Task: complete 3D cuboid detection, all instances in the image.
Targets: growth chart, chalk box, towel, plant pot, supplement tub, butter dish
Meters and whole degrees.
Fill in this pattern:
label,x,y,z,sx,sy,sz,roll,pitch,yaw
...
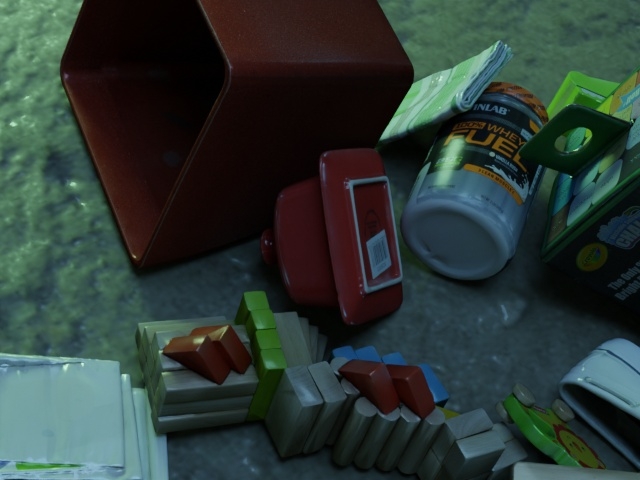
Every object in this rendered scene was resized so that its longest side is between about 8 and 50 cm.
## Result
label,x,y,z,sx,sy,sz,roll,pitch,yaw
growth chart,-0.242,0.163,1.335,0.237,0.021,0.172,8,52,-7
chalk box,0.333,-0.049,1.487,0.289,0.180,0.179,30,50,-13
towel,0.116,-0.147,1.586,0.023,0.152,0.113,53,50,-15
plant pot,-0.071,-0.160,1.489,0.236,0.267,0.267,-3,53,-31
supplement tub,0.159,-0.063,1.544,0.117,0.117,0.190,22,51,4
butter dish,0.000,0.000,1.447,0.118,0.160,0.159,-9,92,22

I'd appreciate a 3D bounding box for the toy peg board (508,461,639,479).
label,x,y,z,sx,sy,sz,roll,pitch,yaw
toy peg board,0.231,0.283,1.332,0.161,0.079,0.160,6,67,-8

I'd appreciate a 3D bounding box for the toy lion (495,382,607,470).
label,x,y,z,sx,sy,sz,roll,pitch,yaw
toy lion,0.213,0.179,1.389,0.100,0.034,0.096,25,23,-43

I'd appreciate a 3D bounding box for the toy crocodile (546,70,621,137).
label,x,y,z,sx,sy,sz,roll,pitch,yaw
toy crocodile,0.403,-0.096,1.630,0.341,0.115,0.105,19,44,-1

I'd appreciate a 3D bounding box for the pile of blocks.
label,x,y,z,sx,sy,sz,roll,pitch,yaw
pile of blocks,0.017,0.116,1.363,0.362,0.112,0.149,16,48,-6

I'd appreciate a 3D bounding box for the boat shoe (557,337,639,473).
label,x,y,z,sx,sy,sz,roll,pitch,yaw
boat shoe,0.322,0.199,1.406,0.084,0.095,0.258,-31,54,-26
